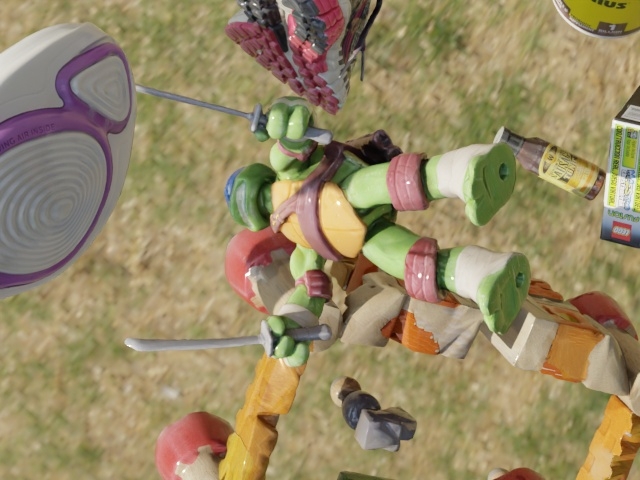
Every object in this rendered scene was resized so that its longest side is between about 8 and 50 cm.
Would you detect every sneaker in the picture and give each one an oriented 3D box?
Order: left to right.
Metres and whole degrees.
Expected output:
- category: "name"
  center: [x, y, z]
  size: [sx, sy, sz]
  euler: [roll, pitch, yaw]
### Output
- category: "sneaker"
  center: [-0.218, 0.002, 0.854]
  size: [0.152, 0.305, 0.114]
  euler: [29, 166, 40]
- category: "sneaker"
  center: [0.002, -0.189, 1.368]
  size: [0.121, 0.299, 0.112]
  euler: [37, 79, 2]

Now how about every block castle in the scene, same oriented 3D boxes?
- category: "block castle"
  center: [0.091, 0.162, 1.680]
  size: [0.453, 0.213, 0.303]
  euler: [12, 108, -24]

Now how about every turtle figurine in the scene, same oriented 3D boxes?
- category: "turtle figurine"
  center: [0.000, 0.000, 1.254]
  size: [0.266, 0.274, 0.198]
  euler: [5, 86, 33]

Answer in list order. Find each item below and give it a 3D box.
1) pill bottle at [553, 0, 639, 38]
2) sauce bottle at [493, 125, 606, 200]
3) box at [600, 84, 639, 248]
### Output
- category: "pill bottle"
  center: [0.294, -0.290, 1.642]
  size: [0.117, 0.117, 0.215]
  euler: [24, 160, 7]
- category: "sauce bottle"
  center: [0.252, -0.087, 1.882]
  size: [0.128, 0.042, 0.042]
  euler: [23, 123, -9]
- category: "box"
  center: [0.290, -0.092, 1.437]
  size: [0.036, 0.207, 0.114]
  euler: [15, 125, 22]
